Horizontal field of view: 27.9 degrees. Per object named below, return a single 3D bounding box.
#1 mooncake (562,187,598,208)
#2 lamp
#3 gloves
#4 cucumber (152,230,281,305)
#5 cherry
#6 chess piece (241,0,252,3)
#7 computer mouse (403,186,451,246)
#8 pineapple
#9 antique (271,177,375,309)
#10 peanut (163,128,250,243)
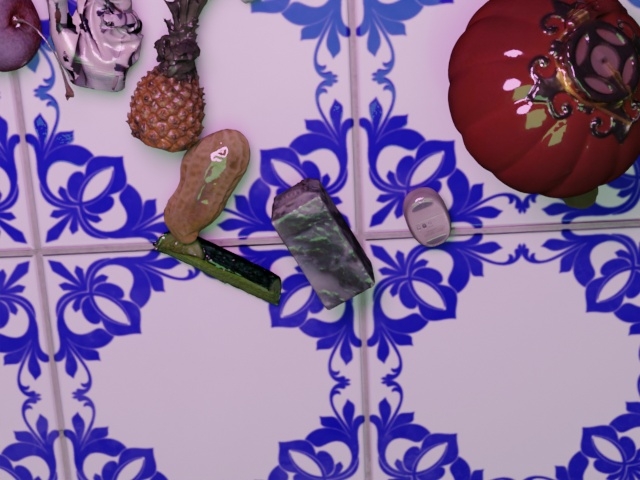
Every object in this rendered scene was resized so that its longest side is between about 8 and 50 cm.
[{"bbox_3d":[0.453,-0.203,1.891,0.150,0.057,0.347,36,104,-26],"label":"mooncake"},{"bbox_3d":[0.321,-0.208,1.775,0.303,0.257,0.303,4,77,-20],"label":"lamp"},{"bbox_3d":[-0.314,-0.319,1.808,0.127,0.111,0.212,23,118,26],"label":"gloves"},{"bbox_3d":[-0.148,0.036,1.970,0.220,0.070,0.046,25,79,-12],"label":"cucumber"},{"bbox_3d":[-0.450,-0.271,1.818,0.148,0.115,0.188,-22,111,0],"label":"cherry"},{"bbox_3d":[-0.070,-0.373,1.817,0.103,0.067,0.067,-22,110,16],"label":"chess piece"},{"bbox_3d":[0.162,-0.038,1.958,0.066,0.039,0.096,-22,117,8],"label":"computer mouse"},{"bbox_3d":[-0.197,-0.271,1.829,0.119,0.130,0.277,24,114,21],"label":"pineapple"},{"bbox_3d":[0.000,0.000,1.943,0.086,0.088,0.183,-29,108,9],"label":"antique"},{"bbox_3d":[-0.174,-0.083,1.910,0.093,0.083,0.194,31,108,-11],"label":"peanut"}]
